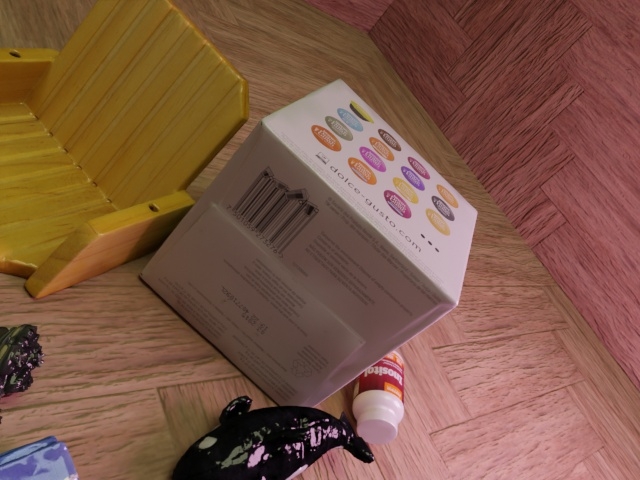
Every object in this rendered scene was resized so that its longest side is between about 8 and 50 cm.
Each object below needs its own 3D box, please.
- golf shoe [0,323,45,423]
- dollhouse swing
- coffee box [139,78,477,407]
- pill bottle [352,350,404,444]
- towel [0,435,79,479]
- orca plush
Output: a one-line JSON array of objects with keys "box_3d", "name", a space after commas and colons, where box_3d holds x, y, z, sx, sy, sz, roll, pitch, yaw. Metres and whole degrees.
[{"box_3d": [-0.363, 0.156, 0.556, 0.094, 0.077, 0.198, 7, 24, 0], "name": "golf shoe"}, {"box_3d": [-0.332, -0.177, 0.772, 0.347, 0.305, 0.315, 48, 31, 6], "name": "dollhouse swing"}, {"box_3d": [0.000, 0.000, 0.900, 0.337, 0.338, 0.334, 44, 31, -2], "name": "coffee box"}, {"box_3d": [0.098, 0.260, 0.943, 0.086, 0.086, 0.152, 34, 32, -15], "name": "pill bottle"}, {"box_3d": [-0.268, 0.350, 0.459, 0.243, 0.040, 0.336, -7, 57, -51], "name": "towel"}, {"box_3d": [-0.036, 0.275, 0.720, 0.287, 0.102, 0.151, 17, 59, -33], "name": "orca plush"}]
